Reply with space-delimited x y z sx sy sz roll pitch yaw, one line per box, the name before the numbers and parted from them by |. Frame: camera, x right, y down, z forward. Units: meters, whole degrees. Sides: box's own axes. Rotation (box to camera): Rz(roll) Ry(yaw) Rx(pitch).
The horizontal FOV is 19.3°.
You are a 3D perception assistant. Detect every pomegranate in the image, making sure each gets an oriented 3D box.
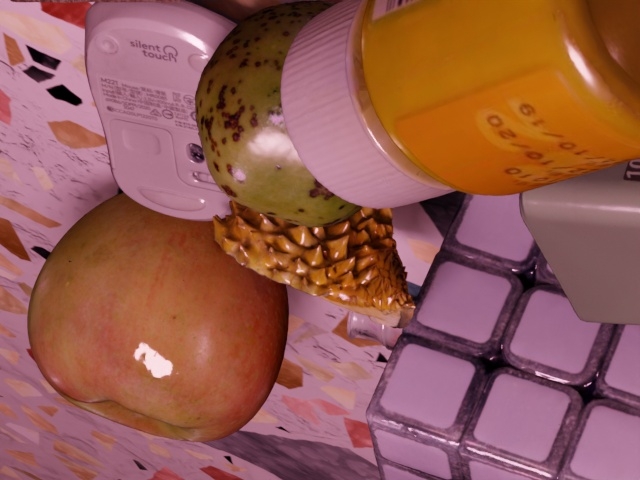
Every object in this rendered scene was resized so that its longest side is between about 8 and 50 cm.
pomegranate | -0.017 -0.112 1.762 0.214 0.214 0.248 28 166 -6

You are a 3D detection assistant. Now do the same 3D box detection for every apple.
apple | -0.187 0.085 2.240 0.319 0.277 0.319 17 164 5

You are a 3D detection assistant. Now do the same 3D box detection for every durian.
durian | -0.010 -0.004 1.876 0.196 0.185 0.305 3 -162 -2

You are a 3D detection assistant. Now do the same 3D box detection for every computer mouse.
computer mouse | -0.136 -0.147 1.904 0.184 0.121 0.296 12 138 18

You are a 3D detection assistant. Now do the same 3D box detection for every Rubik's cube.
Rubik's cube | 0.245 0.160 1.927 0.304 0.301 0.305 18 153 18

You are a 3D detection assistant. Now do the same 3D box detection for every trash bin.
trash bin | 0.374 -0.030 1.608 0.343 0.158 0.223 4 150 30

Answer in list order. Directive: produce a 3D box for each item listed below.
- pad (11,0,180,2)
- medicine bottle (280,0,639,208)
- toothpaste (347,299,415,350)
pad | -0.240 -0.294 1.767 0.235 0.003 0.158 5 125 38
medicine bottle | 0.146 -0.148 1.489 0.224 0.224 0.384 37 152 -23
toothpaste | 0.192 0.121 2.197 0.323 0.066 0.100 12 148 17
